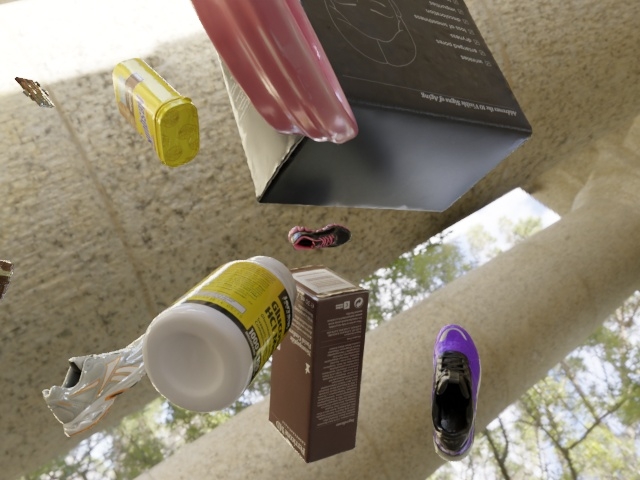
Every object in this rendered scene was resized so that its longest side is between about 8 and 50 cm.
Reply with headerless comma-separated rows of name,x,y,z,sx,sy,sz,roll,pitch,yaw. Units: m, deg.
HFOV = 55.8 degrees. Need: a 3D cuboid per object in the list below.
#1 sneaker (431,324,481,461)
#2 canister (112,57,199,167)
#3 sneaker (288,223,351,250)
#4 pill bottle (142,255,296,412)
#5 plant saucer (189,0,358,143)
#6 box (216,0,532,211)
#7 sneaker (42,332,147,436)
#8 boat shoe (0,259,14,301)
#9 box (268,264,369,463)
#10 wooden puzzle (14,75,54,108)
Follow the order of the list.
sneaker,0.283,0.295,1.261,0.102,0.294,0.146,-3,-34,15
canister,-0.287,-0.224,1.047,0.170,0.073,0.126,43,-34,29
sneaker,0.000,0.000,1.130,0.057,0.119,0.047,-98,-177,-68
pill bottle,-0.158,0.146,1.096,0.187,0.334,0.188,5,-71,15
plant saucer,-0.067,-0.247,0.662,0.332,0.084,0.332,61,10,-19
box,0.083,-0.334,1.202,0.297,0.479,0.472,-48,-129,45
sneaker,-0.435,0.259,1.220,0.099,0.262,0.121,-20,-70,43
boat shoe,-0.728,0.070,1.148,0.095,0.257,0.095,157,-59,-83
box,-0.012,0.265,1.340,0.191,0.143,0.382,25,-62,54
wooden puzzle,-0.414,-0.214,0.876,0.049,0.006,0.083,52,6,-7
